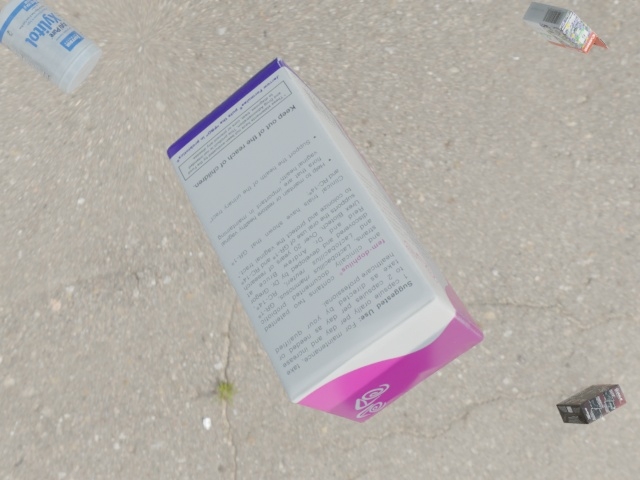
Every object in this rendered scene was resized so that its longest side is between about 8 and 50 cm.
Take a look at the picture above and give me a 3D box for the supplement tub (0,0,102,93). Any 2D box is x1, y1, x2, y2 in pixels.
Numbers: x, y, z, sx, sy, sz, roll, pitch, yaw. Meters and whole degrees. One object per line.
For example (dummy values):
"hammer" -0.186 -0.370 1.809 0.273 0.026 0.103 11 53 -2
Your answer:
"supplement tub" -0.321 -0.233 0.898 0.107 0.071 0.071 38 94 -11

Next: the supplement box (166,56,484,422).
"supplement box" 0.000 0.000 0.532 0.114 0.220 0.111 -38 148 10

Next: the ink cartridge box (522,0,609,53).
"ink cartridge box" 0.322 -0.270 0.999 0.115 0.063 0.029 21 100 -43

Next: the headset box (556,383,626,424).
"headset box" 0.402 0.239 1.125 0.083 0.062 0.032 -20 86 -21
